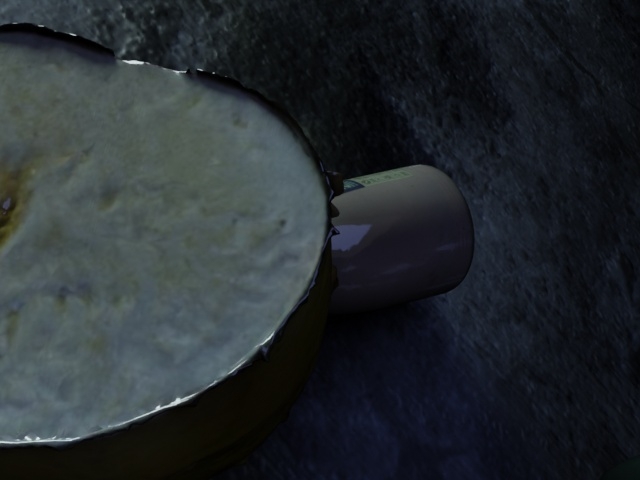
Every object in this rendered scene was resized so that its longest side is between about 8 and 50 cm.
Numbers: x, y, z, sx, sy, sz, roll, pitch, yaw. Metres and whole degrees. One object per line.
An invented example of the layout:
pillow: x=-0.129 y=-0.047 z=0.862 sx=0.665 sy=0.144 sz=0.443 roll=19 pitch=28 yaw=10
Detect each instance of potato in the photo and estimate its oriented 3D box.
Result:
potato: x=-0.141 y=0.028 z=0.517 sx=0.299 sy=0.196 sz=0.247 roll=15 pitch=63 yaw=9

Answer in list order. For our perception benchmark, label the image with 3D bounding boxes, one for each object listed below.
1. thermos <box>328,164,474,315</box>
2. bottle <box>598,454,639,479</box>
thermos: x=0.000 y=0.000 z=0.692 sx=0.193 sy=0.105 sz=0.137 roll=-13 pitch=43 yaw=-33
bottle: x=0.306 y=0.320 z=0.643 sx=0.143 sy=0.144 sz=0.336 roll=10 pitch=56 yaw=-29
